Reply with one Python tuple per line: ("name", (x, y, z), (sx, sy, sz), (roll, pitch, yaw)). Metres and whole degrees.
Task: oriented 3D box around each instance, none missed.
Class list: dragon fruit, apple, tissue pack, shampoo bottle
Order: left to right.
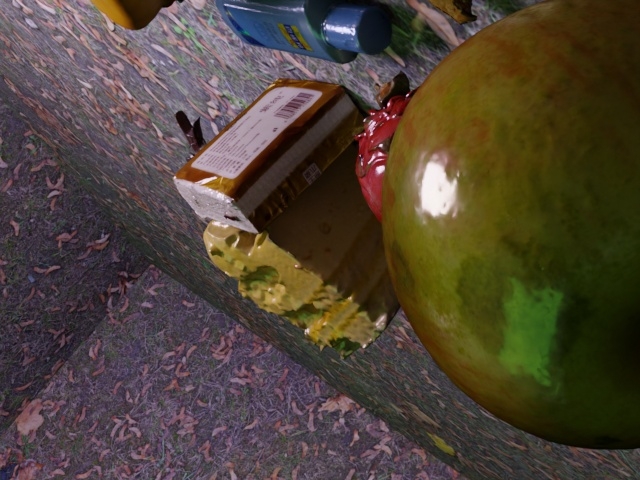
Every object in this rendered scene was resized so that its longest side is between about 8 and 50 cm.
("tissue pack", (-0.074, -0.120, 1.339), (0.183, 0.226, 0.092), (17, 151, 55))
("shampoo bottle", (-0.020, -0.254, 1.134), (0.258, 0.061, 0.104), (23, 159, 48))
("dragon fruit", (0.126, -0.080, 1.096), (0.209, 0.172, 0.172), (53, 162, -19))
("apple", (0.214, -0.016, 0.742), (0.339, 0.339, 0.339), (37, 166, 11))

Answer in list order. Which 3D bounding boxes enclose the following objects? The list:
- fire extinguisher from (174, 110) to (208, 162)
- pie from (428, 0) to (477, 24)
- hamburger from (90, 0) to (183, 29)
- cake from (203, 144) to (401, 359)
("fire extinguisher", (-0.128, -0.120, 1.747), (0.337, 0.106, 0.147), (33, 153, 21))
("pie", (0.082, -0.264, 0.907), (0.170, 0.034, 0.092), (42, 169, 14))
("hamburger", (-0.228, -0.366, 1.102), (0.246, 0.170, 0.246), (47, 177, 3))
("cake", (0.000, 0.000, 1.427), (0.286, 0.227, 0.222), (37, 150, -1))
